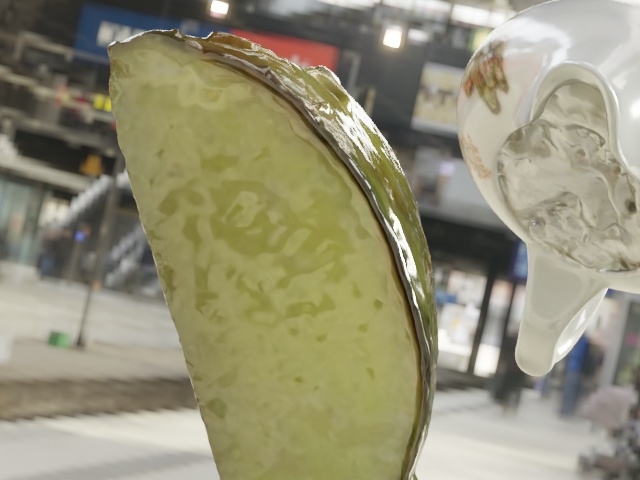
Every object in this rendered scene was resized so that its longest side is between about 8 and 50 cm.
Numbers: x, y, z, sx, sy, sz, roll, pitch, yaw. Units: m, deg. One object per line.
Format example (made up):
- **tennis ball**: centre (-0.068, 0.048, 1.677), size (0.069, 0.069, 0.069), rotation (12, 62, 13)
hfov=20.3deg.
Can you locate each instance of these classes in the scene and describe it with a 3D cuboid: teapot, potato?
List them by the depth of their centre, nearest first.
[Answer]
- **potato**: centre (0.000, 0.000, 0.884), size (0.112, 0.269, 0.255), rotation (-10, 16, 9)
- **teapot**: centre (0.171, -0.039, 1.069), size (0.204, 0.139, 0.298), rotation (23, -32, 23)
